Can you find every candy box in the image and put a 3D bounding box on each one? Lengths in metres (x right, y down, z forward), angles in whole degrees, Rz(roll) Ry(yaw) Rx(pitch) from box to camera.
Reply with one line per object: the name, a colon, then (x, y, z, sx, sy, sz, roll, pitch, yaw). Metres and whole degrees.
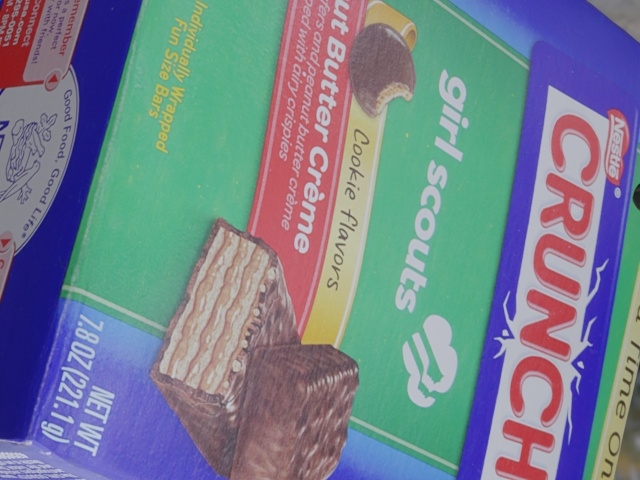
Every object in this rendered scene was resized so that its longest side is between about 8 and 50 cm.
candy box: (0.000, 0.000, 0.747, 0.122, 0.268, 0.317, -1, 159, 42)

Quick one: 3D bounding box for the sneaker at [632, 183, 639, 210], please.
sneaker: (0.247, -0.093, 0.389, 0.410, 0.182, 0.158, -5, -165, 31)
